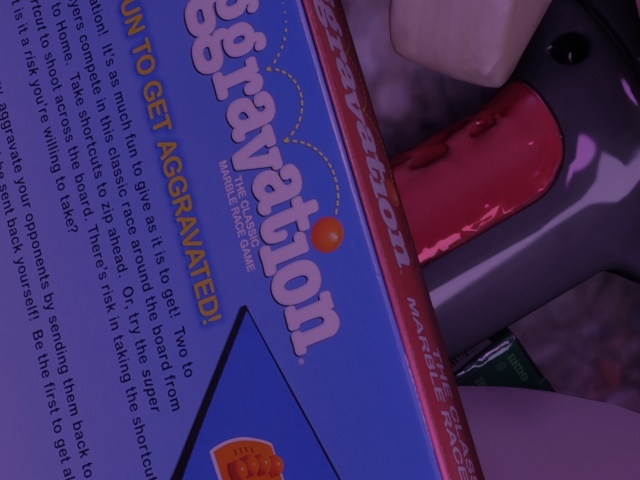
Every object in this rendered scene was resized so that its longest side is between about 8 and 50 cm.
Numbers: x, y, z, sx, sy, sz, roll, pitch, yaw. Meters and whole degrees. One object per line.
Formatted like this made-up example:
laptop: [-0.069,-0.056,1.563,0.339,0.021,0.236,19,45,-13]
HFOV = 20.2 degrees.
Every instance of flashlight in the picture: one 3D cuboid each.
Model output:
flashlight: [0.000,0.000,0.514,0.304,0.103,0.103,-31,139,-8]

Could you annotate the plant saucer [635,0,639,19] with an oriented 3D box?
plant saucer: [0.216,-0.032,0.528,0.258,0.047,0.259,-35,114,-31]

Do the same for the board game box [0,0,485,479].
board game box: [-0.034,0.065,0.397,0.145,0.027,0.281,-22,73,22]

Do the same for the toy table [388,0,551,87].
toy table: [0.078,-0.169,0.395,0.274,0.252,0.161,-45,155,-28]

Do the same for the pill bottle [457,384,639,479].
pill bottle: [0.037,0.219,0.495,0.187,0.188,0.334,4,110,-16]

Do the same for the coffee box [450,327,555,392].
coffee box: [0.009,0.115,0.575,0.184,0.040,0.113,-37,115,-2]
